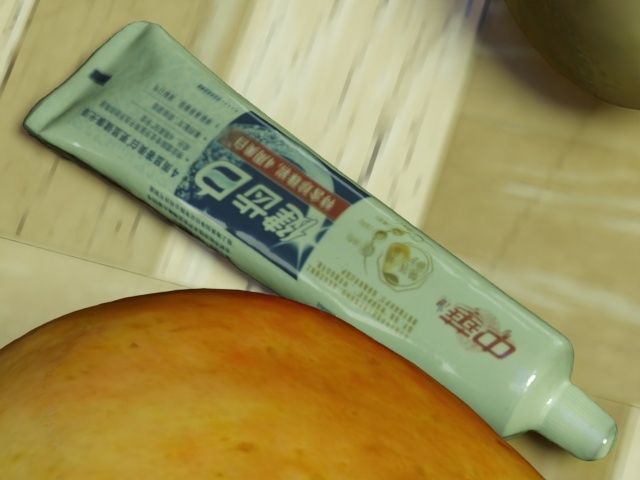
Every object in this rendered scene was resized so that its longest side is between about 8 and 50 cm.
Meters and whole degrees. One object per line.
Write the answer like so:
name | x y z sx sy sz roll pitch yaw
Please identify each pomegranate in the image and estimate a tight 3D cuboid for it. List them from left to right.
pomegranate | -0.026 0.113 0.392 0.209 0.209 0.209 -4 70 11

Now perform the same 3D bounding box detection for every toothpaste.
toothpaste | 0.000 0.000 0.518 0.233 0.038 0.060 36 78 23

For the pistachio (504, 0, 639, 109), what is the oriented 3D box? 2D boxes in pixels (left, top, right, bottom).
pistachio | 0.111 -0.145 0.498 0.152 0.126 0.223 -17 62 44
